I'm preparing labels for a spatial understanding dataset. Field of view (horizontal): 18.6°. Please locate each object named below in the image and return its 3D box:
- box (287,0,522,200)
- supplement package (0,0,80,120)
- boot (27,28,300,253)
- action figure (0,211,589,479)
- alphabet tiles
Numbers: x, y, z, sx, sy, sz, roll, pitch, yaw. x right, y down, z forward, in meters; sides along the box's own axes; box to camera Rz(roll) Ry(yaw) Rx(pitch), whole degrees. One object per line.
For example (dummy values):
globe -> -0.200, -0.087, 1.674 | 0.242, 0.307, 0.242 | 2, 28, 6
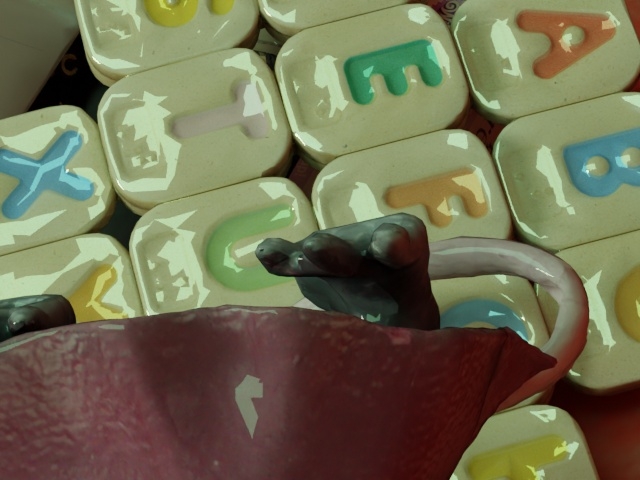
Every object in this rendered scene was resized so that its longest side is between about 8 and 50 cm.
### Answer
box -> -0.004, 0.044, 0.758 | 0.067, 0.063, 0.324 | 14, 65, 38
supplement package -> -0.226, -0.075, 0.883 | 0.244, 0.139, 0.134 | -51, 36, 32
boot -> -0.098, -0.018, 0.859 | 0.236, 0.085, 0.178 | 6, 63, 39
action figure -> -0.037, 0.191, 0.566 | 0.248, 0.276, 0.370 | -12, 87, 26
alphabet tiles -> 0.000, 0.000, 0.720 | 0.278, 0.021, 0.284 | -14, 65, -3
